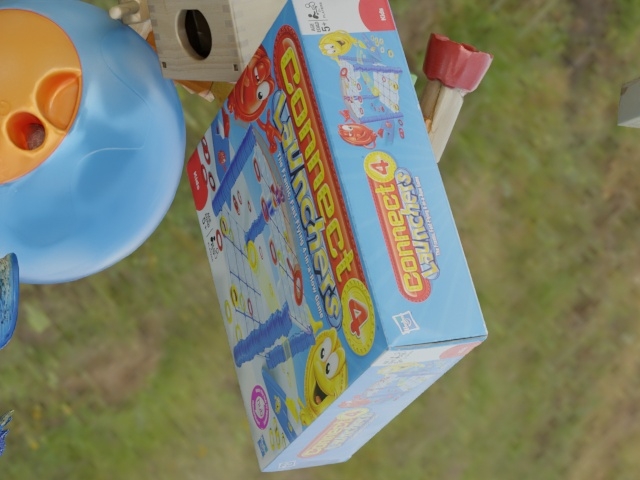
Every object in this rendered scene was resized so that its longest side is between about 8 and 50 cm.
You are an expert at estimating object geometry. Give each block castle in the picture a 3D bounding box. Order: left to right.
[{"bbox_3d":[-0.016,-0.251,2.084,0.453,0.303,0.213,3,110,-60],"label":"block castle"}]

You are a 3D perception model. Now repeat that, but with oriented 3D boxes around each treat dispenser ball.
[{"bbox_3d":[-0.279,-0.100,1.738,0.288,0.288,0.288,-39,163,-14],"label":"treat dispenser ball"}]

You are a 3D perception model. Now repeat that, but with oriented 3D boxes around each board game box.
[{"bbox_3d":[0.000,0.000,1.452,0.086,0.308,0.302,-6,157,-24],"label":"board game box"}]

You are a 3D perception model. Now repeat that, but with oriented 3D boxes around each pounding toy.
[{"bbox_3d":[-0.115,-0.194,1.642,0.181,0.206,0.094,-23,110,-38],"label":"pounding toy"}]

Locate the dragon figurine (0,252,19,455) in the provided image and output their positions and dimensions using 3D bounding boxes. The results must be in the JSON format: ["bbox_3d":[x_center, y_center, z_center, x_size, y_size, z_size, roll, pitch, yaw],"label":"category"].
[{"bbox_3d":[-0.264,0.041,1.203,0.144,0.289,0.085,-10,156,39],"label":"dragon figurine"}]

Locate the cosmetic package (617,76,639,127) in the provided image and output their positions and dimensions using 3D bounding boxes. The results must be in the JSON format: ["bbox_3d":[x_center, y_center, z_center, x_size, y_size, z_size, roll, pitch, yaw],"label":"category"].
[{"bbox_3d":[0.313,-0.126,1.580,0.115,0.060,0.041,170,-73,-84],"label":"cosmetic package"}]
